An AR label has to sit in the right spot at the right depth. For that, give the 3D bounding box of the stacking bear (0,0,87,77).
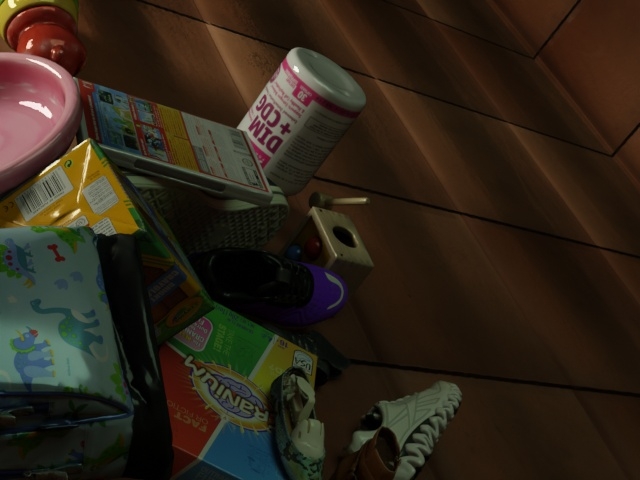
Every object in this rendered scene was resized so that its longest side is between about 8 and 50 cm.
[{"bbox_3d":[-0.485,-0.383,1.949,0.164,0.175,0.289,12,45,-41],"label":"stacking bear"}]

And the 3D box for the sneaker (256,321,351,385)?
[{"bbox_3d":[-0.030,0.168,1.743,0.170,0.051,0.089,37,28,-9],"label":"sneaker"}]

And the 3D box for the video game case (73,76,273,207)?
[{"bbox_3d":[-0.218,-0.142,1.624,0.285,0.025,0.204,16,27,-26],"label":"video game case"}]

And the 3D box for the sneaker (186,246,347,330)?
[{"bbox_3d":[-0.071,0.069,1.696,0.293,0.146,0.102,7,73,-28],"label":"sneaker"}]

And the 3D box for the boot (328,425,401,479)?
[{"bbox_3d":[0.056,0.349,1.459,0.073,0.152,0.197,22,32,-26],"label":"boot"}]

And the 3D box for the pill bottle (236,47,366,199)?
[{"bbox_3d":[-0.061,-0.180,1.961,0.160,0.283,0.160,30,24,-15],"label":"pill bottle"}]

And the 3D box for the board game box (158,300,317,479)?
[{"bbox_3d":[-0.130,0.222,1.534,0.242,0.064,0.316,29,30,-14],"label":"board game box"}]

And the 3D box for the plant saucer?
[{"bbox_3d":[-0.480,-0.133,1.514,0.332,0.084,0.332,-5,40,5],"label":"plant saucer"}]

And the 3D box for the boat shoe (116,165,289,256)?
[{"bbox_3d":[-0.237,-0.061,1.719,0.156,0.187,0.500,47,24,21],"label":"boat shoe"}]

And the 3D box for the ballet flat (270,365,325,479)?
[{"bbox_3d":[-0.026,0.241,1.485,0.070,0.070,0.188,17,34,-32],"label":"ballet flat"}]

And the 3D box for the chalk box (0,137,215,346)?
[{"bbox_3d":[-0.272,0.043,1.468,0.179,0.180,0.289,55,0,34],"label":"chalk box"}]

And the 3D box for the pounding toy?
[{"bbox_3d":[0.003,-0.011,1.899,0.094,0.181,0.206,13,36,-36],"label":"pounding toy"}]

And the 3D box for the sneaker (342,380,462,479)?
[{"bbox_3d":[0.129,0.278,1.706,0.118,0.110,0.292,32,27,11],"label":"sneaker"}]

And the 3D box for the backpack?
[{"bbox_3d":[-0.343,0.117,1.137,0.355,0.273,0.290,-8,58,-11],"label":"backpack"}]
